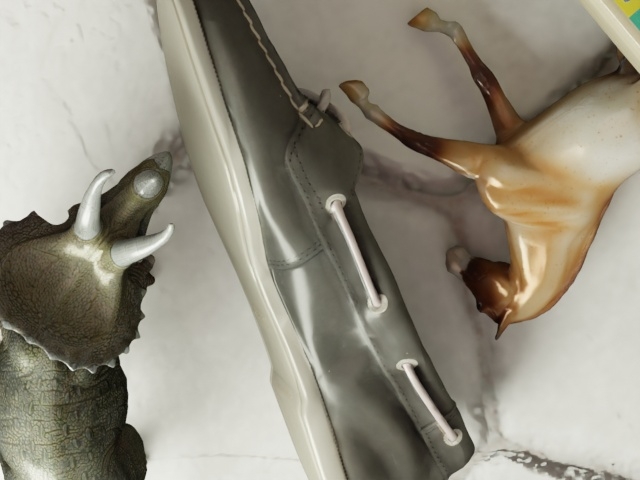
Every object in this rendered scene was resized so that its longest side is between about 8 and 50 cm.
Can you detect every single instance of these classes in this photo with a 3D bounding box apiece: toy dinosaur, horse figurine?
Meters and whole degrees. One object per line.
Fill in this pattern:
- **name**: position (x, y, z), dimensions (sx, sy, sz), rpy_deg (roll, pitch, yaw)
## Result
- **toy dinosaur**: position (-0.135, 0.095, 0.786), dimensions (0.121, 0.160, 0.313), rpy_deg (3, 106, -1)
- **horse figurine**: position (0.141, -0.082, 0.782), dimensions (0.263, 0.066, 0.174), rpy_deg (-40, 96, 14)

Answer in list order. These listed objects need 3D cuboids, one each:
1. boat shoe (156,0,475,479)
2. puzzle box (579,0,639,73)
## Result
- **boat shoe**: position (0.000, 0.000, 0.793), dimensions (0.095, 0.112, 0.335), rpy_deg (-22, 112, -12)
- **puzzle box**: position (0.289, -0.239, 0.697), dimensions (0.409, 0.052, 0.272), rpy_deg (-41, 92, 5)
